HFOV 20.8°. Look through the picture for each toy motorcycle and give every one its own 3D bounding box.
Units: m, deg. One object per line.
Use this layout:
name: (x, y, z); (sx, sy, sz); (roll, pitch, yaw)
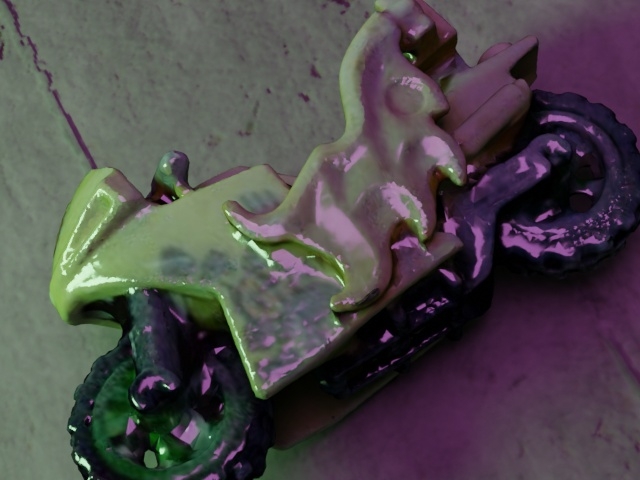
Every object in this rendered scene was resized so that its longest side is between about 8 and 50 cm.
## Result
toy motorcycle: (0.000, 0.000, 1.117); (0.410, 0.169, 0.237); (-31, 67, -11)
